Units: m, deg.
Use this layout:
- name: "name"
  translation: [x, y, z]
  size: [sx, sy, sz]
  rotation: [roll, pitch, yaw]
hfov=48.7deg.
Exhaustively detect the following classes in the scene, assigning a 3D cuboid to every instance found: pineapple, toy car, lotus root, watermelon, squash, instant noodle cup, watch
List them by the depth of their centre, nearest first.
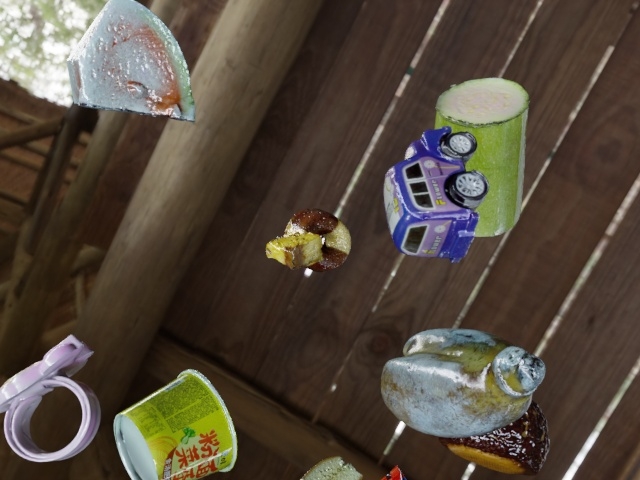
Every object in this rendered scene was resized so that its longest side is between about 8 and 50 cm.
- name: "lotus root"
  translation: [0.207, 0.202, 0.984]
  size: [0.140, 0.158, 0.322]
  rotation: [58, 154, -8]
- name: "toy car"
  translation: [0.195, -0.086, 1.274]
  size: [0.158, 0.172, 0.235]
  rotation: [-2, -122, -7]
- name: "watermelon"
  translation: [-0.407, -0.354, 1.446]
  size: [0.320, 0.289, 0.214]
  rotation: [23, -139, 11]
- name: "watch"
  translation: [-0.596, 0.379, 1.622]
  size: [0.217, 0.248, 0.211]
  rotation: [52, 167, 9]
- name: "pineapple"
  translation: [-0.062, 0.030, 1.660]
  size: [0.137, 0.069, 0.116]
  rotation: [-5, -158, 6]
- name: "instant noodle cup"
  translation: [-0.397, 0.527, 1.886]
  size: [0.221, 0.311, 0.311]
  rotation: [-19, -140, -37]
- name: "squash"
  translation: [0.451, -0.237, 2.009]
  size: [0.263, 0.384, 0.263]
  rotation: [-5, -141, 4]

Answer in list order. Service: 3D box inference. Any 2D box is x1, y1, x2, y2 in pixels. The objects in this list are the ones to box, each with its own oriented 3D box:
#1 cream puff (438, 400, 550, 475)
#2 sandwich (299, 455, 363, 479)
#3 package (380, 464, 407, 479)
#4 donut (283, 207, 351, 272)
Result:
- name: "cream puff"
  translation: [0.367, 0.391, 1.488]
  size: [0.239, 0.165, 0.239]
  rotation: [18, 158, 7]
- name: "sandwich"
  translation: [-0.028, 0.558, 1.467]
  size: [0.094, 0.258, 0.096]
  rotation: [42, -172, 22]
- name: "package"
  translation: [0.224, 0.670, 1.768]
  size: [0.022, 0.083, 0.200]
  rotation: [-1, -131, -47]
- name: "donut"
  translation: [0.000, 0.000, 1.831]
  size: [0.184, 0.166, 0.073]
  rotation: [39, 161, -30]
